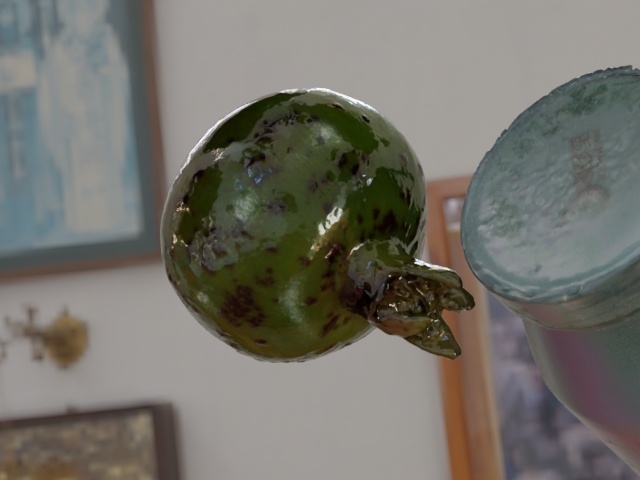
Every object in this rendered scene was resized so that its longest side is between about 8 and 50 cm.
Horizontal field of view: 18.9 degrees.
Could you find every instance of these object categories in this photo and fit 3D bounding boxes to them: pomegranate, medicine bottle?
[{"bbox_3d":[0.000,0.000,1.429,0.211,0.211,0.263,5,22,-47],"label":"pomegranate"},{"bbox_3d":[0.260,0.032,1.417,0.245,0.245,0.290,-15,-43,36],"label":"medicine bottle"}]
